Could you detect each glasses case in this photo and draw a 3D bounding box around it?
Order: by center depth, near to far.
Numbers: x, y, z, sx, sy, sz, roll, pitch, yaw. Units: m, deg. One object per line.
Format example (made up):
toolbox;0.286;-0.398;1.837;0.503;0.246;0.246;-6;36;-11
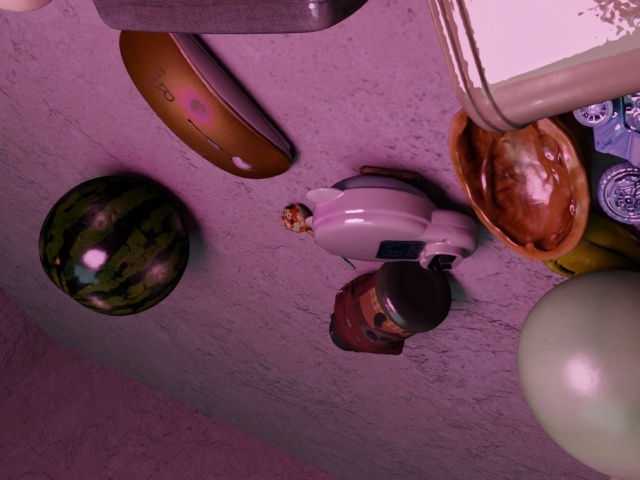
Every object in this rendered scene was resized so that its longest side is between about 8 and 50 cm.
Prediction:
glasses case;-0.099;-0.279;0.652;0.324;0.131;0.074;12;135;29

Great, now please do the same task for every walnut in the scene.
walnut;0.234;-0.085;0.673;0.167;0.087;0.211;14;135;50

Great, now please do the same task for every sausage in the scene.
sausage;0.097;-0.095;0.859;0.100;0.015;0.015;13;145;30

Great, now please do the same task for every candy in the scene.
candy;0.000;0.000;1.069;0.185;0.049;0.055;42;178;-29

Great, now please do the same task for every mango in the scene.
mango;0.340;0.013;0.749;0.165;0.074;0.091;25;145;-14

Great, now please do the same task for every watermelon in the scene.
watermelon;-0.405;0.010;1.198;0.285;0.285;0.285;23;148;15

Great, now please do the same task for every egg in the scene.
egg;0.348;0.154;0.681;0.270;0.220;0.220;40;149;-21

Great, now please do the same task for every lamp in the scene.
lamp;0.101;-0.030;0.856;0.246;0.107;0.179;10;165;1

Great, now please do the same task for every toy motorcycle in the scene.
toy motorcycle;0.309;-0.126;0.537;0.136;0.092;0.254;4;121;40

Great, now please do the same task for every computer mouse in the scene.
computer mouse;-0.172;-0.197;0.897;0.158;0.071;0.310;-9;132;50

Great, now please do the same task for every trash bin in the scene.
trash bin;0.207;-0.221;0.436;0.248;0.121;0.243;-10;107;43

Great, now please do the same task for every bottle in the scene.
bottle;0.108;0.127;1.051;0.156;0.143;0.271;57;147;8

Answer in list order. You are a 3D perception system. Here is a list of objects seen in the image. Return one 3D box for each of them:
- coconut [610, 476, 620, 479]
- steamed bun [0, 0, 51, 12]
coconut;0.588;0.420;0.950;0.241;0.241;0.241;23;148;15
steamed bun;-0.434;-0.411;0.736;0.250;0.154;0.200;27;153;-5
